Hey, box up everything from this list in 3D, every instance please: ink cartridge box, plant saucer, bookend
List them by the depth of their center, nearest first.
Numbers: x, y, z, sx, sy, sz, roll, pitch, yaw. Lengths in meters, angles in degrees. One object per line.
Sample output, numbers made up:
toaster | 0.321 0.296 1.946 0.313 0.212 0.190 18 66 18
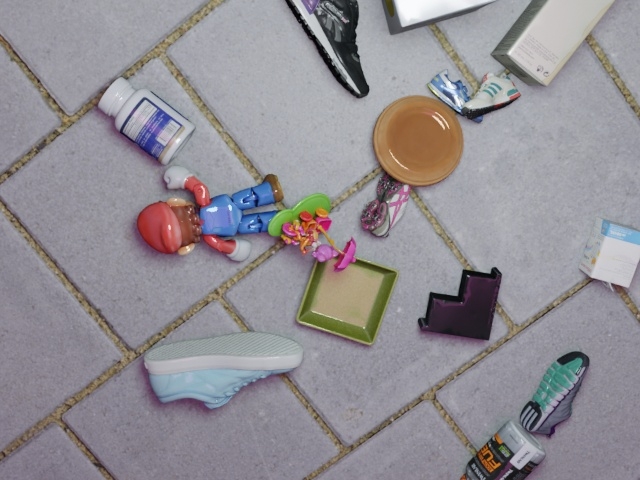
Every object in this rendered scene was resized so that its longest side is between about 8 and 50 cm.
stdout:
plant saucer | 0.213 -0.216 1.659 0.199 0.037 0.200 1 84 -8
ink cartridge box | 0.641 0.034 1.715 0.089 0.092 0.143 16 101 -3
bookend | 0.312 0.131 1.748 0.157 0.072 0.156 8 101 -1
plant saucer | 0.060 0.122 1.761 0.188 0.045 0.188 18 101 -4

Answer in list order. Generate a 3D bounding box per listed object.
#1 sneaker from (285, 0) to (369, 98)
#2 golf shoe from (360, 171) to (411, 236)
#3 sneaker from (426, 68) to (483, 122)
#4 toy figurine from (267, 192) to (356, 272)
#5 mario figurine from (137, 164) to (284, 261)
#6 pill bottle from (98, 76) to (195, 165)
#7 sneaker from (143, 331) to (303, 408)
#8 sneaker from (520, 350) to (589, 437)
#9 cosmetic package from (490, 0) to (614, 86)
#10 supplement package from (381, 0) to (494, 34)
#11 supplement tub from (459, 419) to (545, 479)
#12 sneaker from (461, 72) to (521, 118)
sneaker | 0.044 -0.437 1.614 0.124 0.107 0.283 -33 100 1
golf shoe | 0.161 -0.094 1.713 0.086 0.067 0.186 31 91 -47
sneaker | 0.298 -0.308 1.664 0.144 0.053 0.059 38 98 -8
toy figurine | 0.000 0.000 1.642 0.159 0.173 0.130 46 128 30
mario figurine | -0.241 -0.061 1.708 0.320 0.170 0.198 -9 66 -8
pill bottle | -0.370 -0.256 1.649 0.186 0.112 0.112 38 100 -7
sneaker | -0.211 0.303 1.769 0.365 0.135 0.150 -4 110 10
sneaker | 0.562 0.357 1.806 0.098 0.083 0.224 27 106 -26
cosmetic package | 0.497 -0.470 1.574 0.113 0.160 0.309 37 101 -8
supplement package | 0.214 -0.529 1.508 0.198 0.263 0.199 -16 101 3
supplement tub | 0.421 0.523 1.809 0.117 0.117 0.190 39 99 -7
sneaker | 0.348 -0.310 1.638 0.161 0.057 0.075 -21 82 -29
